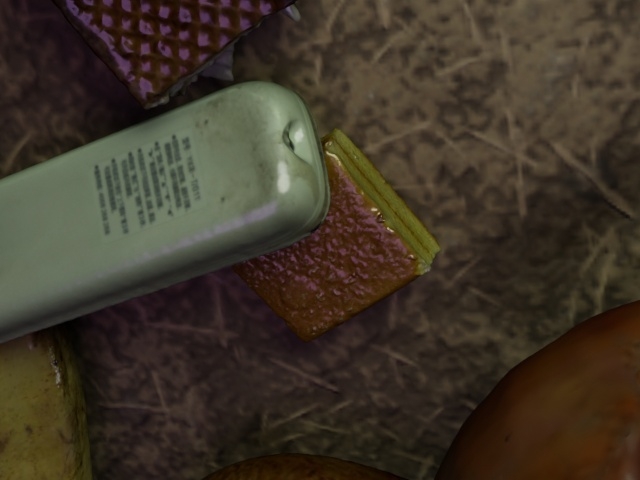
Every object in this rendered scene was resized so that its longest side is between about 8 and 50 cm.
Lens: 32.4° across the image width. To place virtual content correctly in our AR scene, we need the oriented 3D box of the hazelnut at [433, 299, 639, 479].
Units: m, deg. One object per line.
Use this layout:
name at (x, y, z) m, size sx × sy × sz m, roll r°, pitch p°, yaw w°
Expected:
hazelnut at (0.238, 0.186, 0.455) m, size 0.409 × 0.359 × 0.359 m, roll 29°, pitch 123°, yaw -5°

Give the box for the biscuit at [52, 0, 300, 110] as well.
biscuit at (-0.106, -0.180, 0.506) m, size 0.106 × 0.070 × 0.252 m, roll -32°, pitch 106°, yaw 30°

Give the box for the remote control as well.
remote control at (-0.143, 0.000, 0.582) m, size 0.309 × 0.038 × 0.090 m, roll -20°, pitch 71°, yaw 17°

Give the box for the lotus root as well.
lotus root at (-0.199, 0.133, 0.694) m, size 0.110 × 0.097 × 0.258 m, roll -8°, pitch 112°, yaw -28°

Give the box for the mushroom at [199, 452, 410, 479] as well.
mushroom at (0.023, 0.267, 0.651) m, size 0.267 × 0.254 × 0.267 m, roll -7°, pitch 128°, yaw -8°

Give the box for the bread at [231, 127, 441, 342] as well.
bread at (0.000, 0.000, 0.594) m, size 0.094 × 0.035 × 0.090 m, roll -34°, pitch 104°, yaw 29°
